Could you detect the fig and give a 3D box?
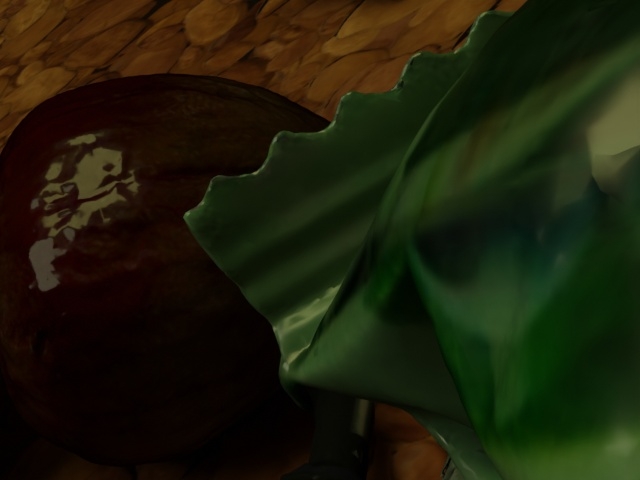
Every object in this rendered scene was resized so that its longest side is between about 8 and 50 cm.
[{"bbox_3d":[-0.026,-0.013,0.723,0.290,0.190,0.191,-28,24,-16],"label":"fig"}]

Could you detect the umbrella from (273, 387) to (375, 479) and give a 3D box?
[{"bbox_3d":[-0.006,0.124,0.565,0.071,0.071,0.248,-20,30,23],"label":"umbrella"}]

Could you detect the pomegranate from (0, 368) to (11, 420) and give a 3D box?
[{"bbox_3d":[-0.293,0.039,0.779,0.319,0.319,0.319,-25,27,14],"label":"pomegranate"}]

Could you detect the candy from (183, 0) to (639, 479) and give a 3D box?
[{"bbox_3d":[0.131,0.041,0.361,0.263,0.172,0.398,-38,27,3],"label":"candy"}]

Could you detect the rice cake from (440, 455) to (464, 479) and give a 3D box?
[{"bbox_3d":[0.141,0.061,0.545,0.211,0.038,0.124,-12,33,34],"label":"rice cake"}]
